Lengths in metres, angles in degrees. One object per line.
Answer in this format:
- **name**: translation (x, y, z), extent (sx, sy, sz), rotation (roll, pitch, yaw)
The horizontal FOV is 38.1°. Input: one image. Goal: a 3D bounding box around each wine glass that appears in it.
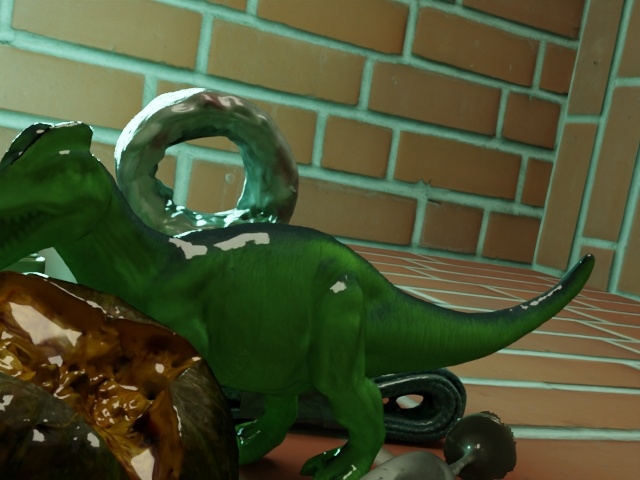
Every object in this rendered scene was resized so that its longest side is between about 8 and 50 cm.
- **wine glass**: translation (0.087, 0.195, 0.749), extent (0.074, 0.074, 0.262), rotation (14, 6, 28)

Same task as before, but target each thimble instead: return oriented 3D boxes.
- **thimble**: translation (-0.124, -0.070, 1.044), extent (0.211, 0.185, 0.149), rotation (45, -3, -17)

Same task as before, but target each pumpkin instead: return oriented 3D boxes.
- **pumpkin**: translation (-0.163, 0.119, 0.527), extent (0.238, 0.159, 0.238), rotation (28, 14, -8)

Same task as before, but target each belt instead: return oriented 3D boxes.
- **belt**: translation (0.002, 0.149, 0.945), extent (0.302, 0.087, 0.072), rotation (9, 9, -17)

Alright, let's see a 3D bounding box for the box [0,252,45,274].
- **box**: translation (-0.371, 0.059, 0.705), extent (0.290, 0.166, 0.221), rotation (6, 7, -44)

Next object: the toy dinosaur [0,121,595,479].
- **toy dinosaur**: translation (0.000, 0.000, 0.759), extent (0.500, 0.374, 0.144), rotation (-32, 27, -22)

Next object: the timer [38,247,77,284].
- **timer**: translation (-0.440, -0.004, 1.057), extent (0.270, 0.270, 0.383), rotation (16, -7, 42)
